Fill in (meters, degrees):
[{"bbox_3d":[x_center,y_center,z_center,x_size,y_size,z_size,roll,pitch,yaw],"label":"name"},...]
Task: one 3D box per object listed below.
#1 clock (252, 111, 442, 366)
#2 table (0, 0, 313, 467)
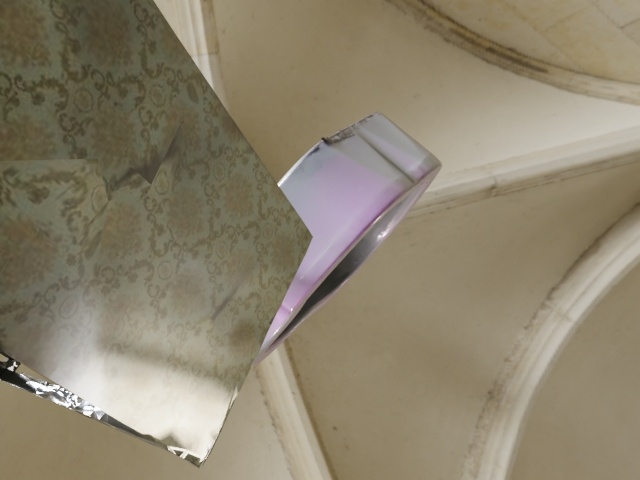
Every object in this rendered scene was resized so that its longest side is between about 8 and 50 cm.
[{"bbox_3d":[0.000,0.000,0.828,0.102,0.338,0.338,43,-108,8],"label":"clock"},{"bbox_3d":[-0.221,-0.024,0.492,0.222,0.272,0.335,-64,-34,-24],"label":"table"}]
